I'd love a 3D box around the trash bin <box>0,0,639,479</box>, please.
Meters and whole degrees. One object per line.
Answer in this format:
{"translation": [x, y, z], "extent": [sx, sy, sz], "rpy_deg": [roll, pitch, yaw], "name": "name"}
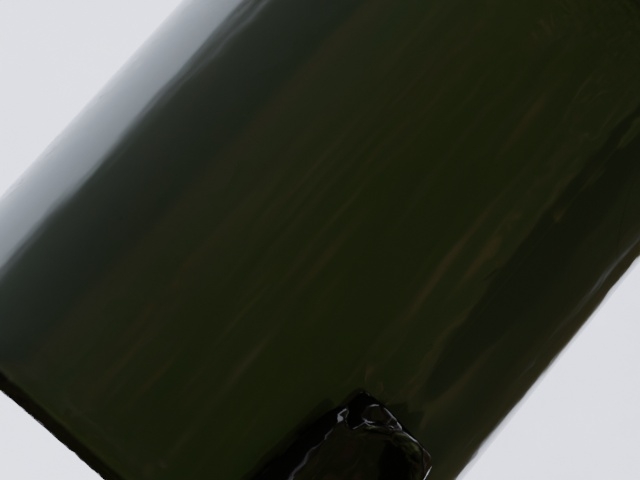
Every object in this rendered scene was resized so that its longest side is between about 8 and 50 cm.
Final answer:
{"translation": [0.000, 0.000, 0.648], "extent": [0.262, 0.277, 0.217], "rpy_deg": [-49, -55, -11], "name": "trash bin"}
